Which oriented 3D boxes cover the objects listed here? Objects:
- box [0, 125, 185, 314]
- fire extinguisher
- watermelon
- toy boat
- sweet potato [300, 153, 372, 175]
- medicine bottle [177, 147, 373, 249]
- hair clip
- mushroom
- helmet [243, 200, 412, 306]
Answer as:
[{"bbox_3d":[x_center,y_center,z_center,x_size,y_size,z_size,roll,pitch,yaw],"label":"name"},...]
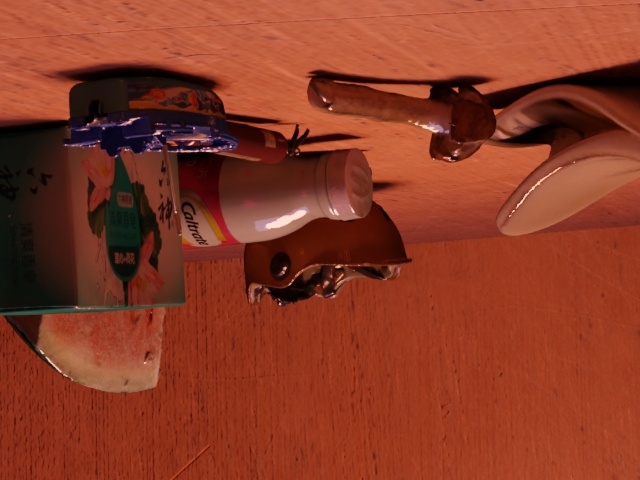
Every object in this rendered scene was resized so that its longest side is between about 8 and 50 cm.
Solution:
[{"bbox_3d":[-0.204,-0.014,1.598,0.092,0.153,0.245,-5,178,18],"label":"box"},{"bbox_3d":[-0.073,-0.085,1.547,0.049,0.035,0.173,-10,171,31],"label":"fire extinguisher"},{"bbox_3d":[-0.227,0.011,1.838,0.201,0.261,0.213,-37,158,25],"label":"watermelon"},{"bbox_3d":[-0.110,-0.058,1.310,0.091,0.110,0.175,-5,178,28],"label":"toy boat"},{"bbox_3d":[-0.057,-0.058,1.864,0.218,0.051,0.065,-4,179,5],"label":"sweet potato"},{"bbox_3d":[-0.061,-0.044,1.767,0.217,0.090,0.090,-6,176,25],"label":"medicine bottle"},{"bbox_3d":[0.233,-0.079,1.489,0.282,0.113,0.172,-14,171,43],"label":"hair clip"},{"bbox_3d":[0.057,-0.093,1.378,0.187,0.061,0.060,4,178,-40],"label":"mushroom"},{"bbox_3d":[0.000,0.000,2.279,0.198,0.130,0.224,-6,169,-41],"label":"helmet"}]
